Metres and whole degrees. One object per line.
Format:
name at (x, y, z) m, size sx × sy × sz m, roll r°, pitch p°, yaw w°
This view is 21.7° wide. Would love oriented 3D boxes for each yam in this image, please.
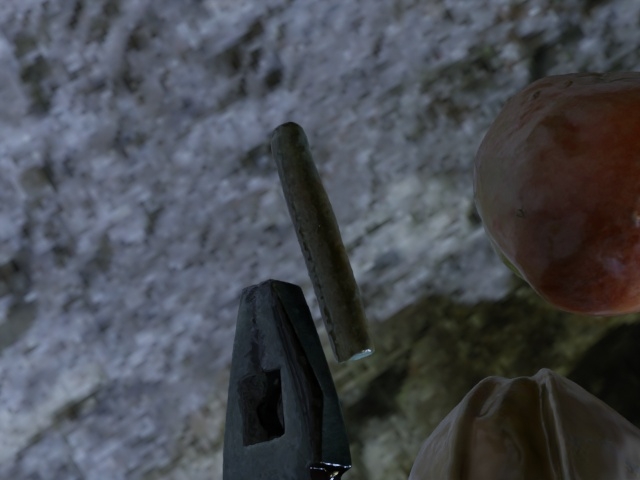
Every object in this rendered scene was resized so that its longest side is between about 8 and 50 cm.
yam at (0.000, 0.000, 0.755) m, size 0.021 × 0.021 × 0.116 m, roll 126°, pitch -51°, yaw -65°

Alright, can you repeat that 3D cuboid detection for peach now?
peach at (0.233, -0.050, 1.300) m, size 0.232 × 0.232 × 0.232 m, roll 43°, pitch -28°, yaw 30°

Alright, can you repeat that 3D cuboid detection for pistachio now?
pistachio at (0.169, 0.218, 1.271) m, size 0.321 × 0.229 × 0.238 m, roll 40°, pitch 39°, yaw -73°

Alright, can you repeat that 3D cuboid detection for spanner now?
spanner at (-0.006, 0.166, 0.566) m, size 0.095 × 0.040 × 0.325 m, roll -25°, pitch -120°, yaw 39°
